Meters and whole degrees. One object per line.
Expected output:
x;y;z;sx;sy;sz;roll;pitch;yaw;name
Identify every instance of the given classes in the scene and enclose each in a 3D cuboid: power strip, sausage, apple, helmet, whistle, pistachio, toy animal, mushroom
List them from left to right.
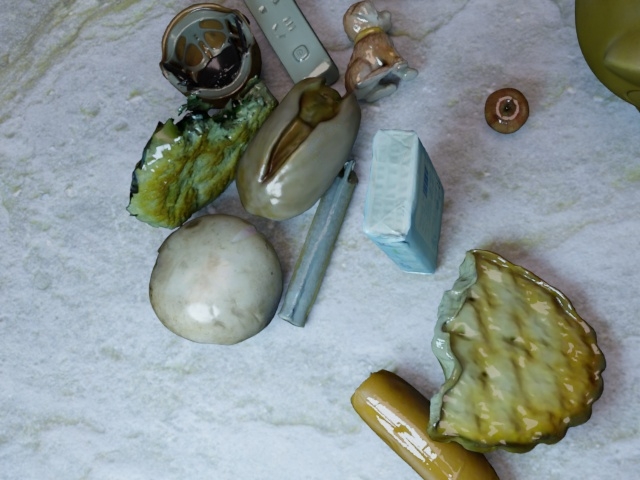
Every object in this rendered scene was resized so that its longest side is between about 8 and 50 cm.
-0.189;0.068;1.308;0.255;0.184;0.255;-4;74;16;mushroom
-0.206;-0.350;1.440;0.198;0.130;0.224;-34;61;0;helmet
-0.080;-0.444;1.465;0.091;0.062;0.385;-33;71;8;power strip
-0.037;-0.158;1.323;0.166;0.197;0.288;37;80;8;pistachio
0.001;0.000;1.340;0.057;0.068;0.326;23;82;-13;whistle
0.067;-0.358;1.392;0.184;0.104;0.185;-26;77;16;toy animal
0.190;0.342;1.190;0.328;0.112;0.112;42;90;17;sausage
0.335;-0.233;1.308;0.084;0.071;0.084;-1;85;16;apple

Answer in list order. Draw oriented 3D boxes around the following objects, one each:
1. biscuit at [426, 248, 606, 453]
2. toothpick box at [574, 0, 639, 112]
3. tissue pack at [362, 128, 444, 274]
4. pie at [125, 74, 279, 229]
0.281;0.193;1.183;0.335;0.078;0.329;-35;69;-17;biscuit
0.603;-0.390;1.100;0.409;0.409;0.425;17;88;17;toothpick box
0.143;-0.055;1.211;0.089;0.263;0.177;4;78;18;tissue pack
-0.208;-0.151;1.299;0.078;0.371;0.296;38;122;11;pie
